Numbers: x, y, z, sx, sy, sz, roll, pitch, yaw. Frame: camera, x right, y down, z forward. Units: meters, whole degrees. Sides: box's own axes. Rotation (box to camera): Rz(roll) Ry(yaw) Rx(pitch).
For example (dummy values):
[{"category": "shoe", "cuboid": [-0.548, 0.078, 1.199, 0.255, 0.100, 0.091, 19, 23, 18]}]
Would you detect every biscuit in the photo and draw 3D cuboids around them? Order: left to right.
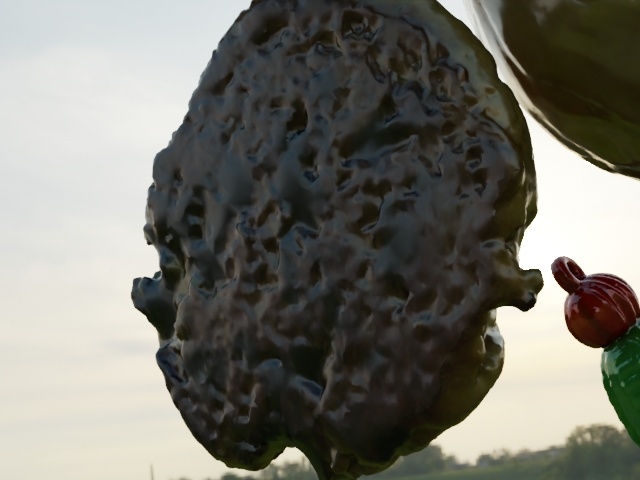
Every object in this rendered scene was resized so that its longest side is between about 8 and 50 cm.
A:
[{"category": "biscuit", "cuboid": [0.002, 0.003, 0.615, 0.081, 0.289, 0.334, -6, -34, -48]}]

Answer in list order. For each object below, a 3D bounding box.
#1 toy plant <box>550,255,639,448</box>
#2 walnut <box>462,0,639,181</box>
[{"category": "toy plant", "cuboid": [0.261, 0.112, 0.693, 0.155, 0.240, 0.088, 3, -39, -48]}, {"category": "walnut", "cuboid": [0.278, -0.190, 0.577, 0.398, 0.354, 0.308, -4, -38, 0]}]
